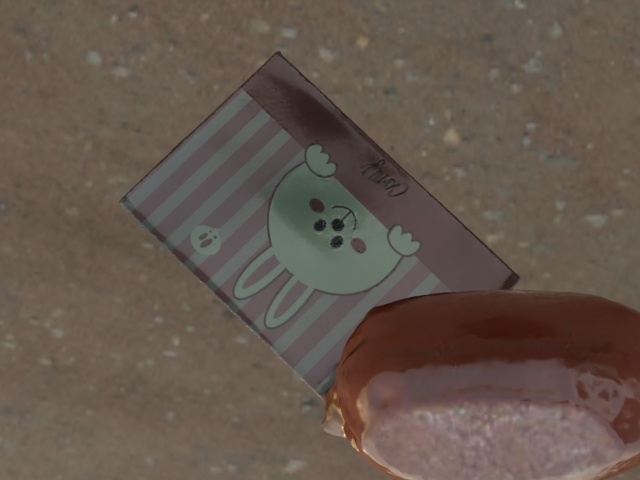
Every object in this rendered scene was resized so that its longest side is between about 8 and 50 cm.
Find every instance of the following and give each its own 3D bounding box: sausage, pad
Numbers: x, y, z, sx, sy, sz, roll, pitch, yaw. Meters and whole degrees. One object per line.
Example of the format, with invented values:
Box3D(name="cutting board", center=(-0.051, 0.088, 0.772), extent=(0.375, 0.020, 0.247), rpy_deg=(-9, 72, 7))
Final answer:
Box3D(name="sausage", center=(0.125, 0.101, 0.868), extent=(0.255, 0.148, 0.148), rpy_deg=(-4, 142, 16))
Box3D(name="pad", center=(0.000, 0.000, 1.104), extent=(0.300, 0.202, 0.005), rpy_deg=(44, 169, 6))
